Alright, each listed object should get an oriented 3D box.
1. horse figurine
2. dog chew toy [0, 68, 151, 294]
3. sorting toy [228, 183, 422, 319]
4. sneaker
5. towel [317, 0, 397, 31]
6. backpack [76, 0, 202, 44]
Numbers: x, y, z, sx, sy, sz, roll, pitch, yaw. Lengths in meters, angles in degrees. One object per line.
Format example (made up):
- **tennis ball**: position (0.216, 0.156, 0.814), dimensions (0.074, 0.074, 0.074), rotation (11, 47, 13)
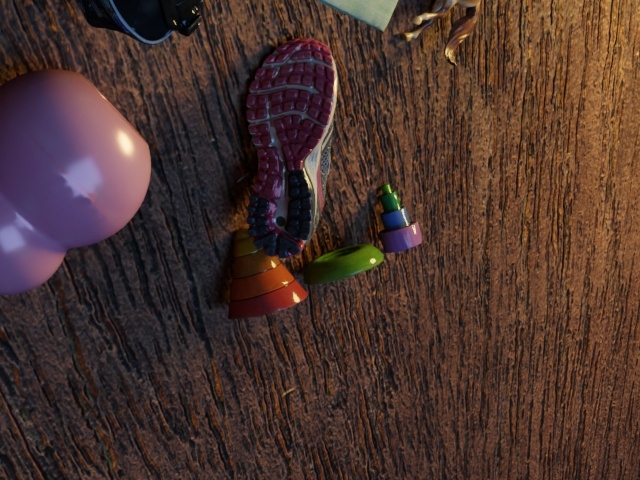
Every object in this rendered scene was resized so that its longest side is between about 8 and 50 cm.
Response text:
- **horse figurine**: position (0.183, -0.388, 1.625), dimensions (0.174, 0.066, 0.263), rotation (-33, 131, -16)
- **dog chew toy**: position (-0.352, -0.035, 1.267), dimensions (0.332, 0.206, 0.206), rotation (-43, 137, -1)
- **sorting toy**: position (0.000, 0.000, 1.700), dimensions (0.366, 0.127, 0.126), rotation (-23, 100, -34)
- **sneaker**: position (-0.041, -0.130, 1.562), dimensions (0.112, 0.121, 0.299), rotation (-38, 139, -73)
- **towel**: position (0.062, -0.419, 1.266), dimensions (0.248, 0.038, 0.324), rotation (13, 106, -46)
- **backpack**: position (-0.203, -0.367, 1.185), dimensions (0.225, 0.191, 0.253), rotation (-49, 148, -19)
